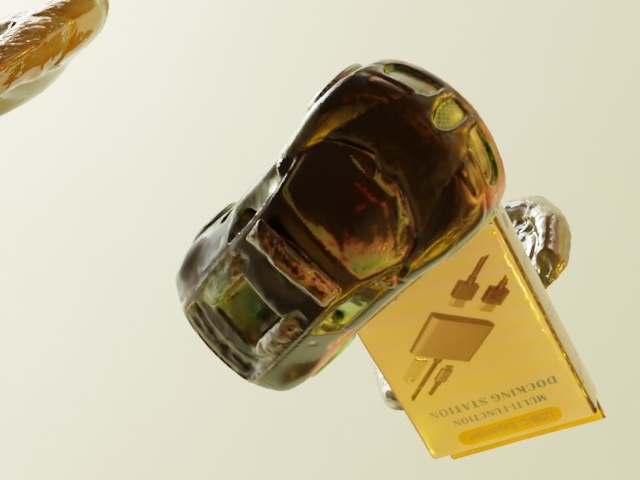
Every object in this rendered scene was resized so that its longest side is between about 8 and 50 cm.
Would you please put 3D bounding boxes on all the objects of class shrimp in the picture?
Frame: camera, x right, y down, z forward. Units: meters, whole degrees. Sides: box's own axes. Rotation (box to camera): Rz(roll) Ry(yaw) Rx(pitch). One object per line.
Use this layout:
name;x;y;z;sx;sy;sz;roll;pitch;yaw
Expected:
shrimp;-0.204;-0.065;0.628;0.145;0.059;0.254;-5;-155;45

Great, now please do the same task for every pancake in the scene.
pancake;0.127;0.053;1.086;0.235;0.029;0.212;-55;-158;-18

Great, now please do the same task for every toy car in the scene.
toy car;0.000;0.000;0.411;0.142;0.069;0.055;-45;176;42

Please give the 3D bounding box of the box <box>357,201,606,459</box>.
box;0.093;0.057;0.829;0.129;0.247;0.033;-21;-153;22
